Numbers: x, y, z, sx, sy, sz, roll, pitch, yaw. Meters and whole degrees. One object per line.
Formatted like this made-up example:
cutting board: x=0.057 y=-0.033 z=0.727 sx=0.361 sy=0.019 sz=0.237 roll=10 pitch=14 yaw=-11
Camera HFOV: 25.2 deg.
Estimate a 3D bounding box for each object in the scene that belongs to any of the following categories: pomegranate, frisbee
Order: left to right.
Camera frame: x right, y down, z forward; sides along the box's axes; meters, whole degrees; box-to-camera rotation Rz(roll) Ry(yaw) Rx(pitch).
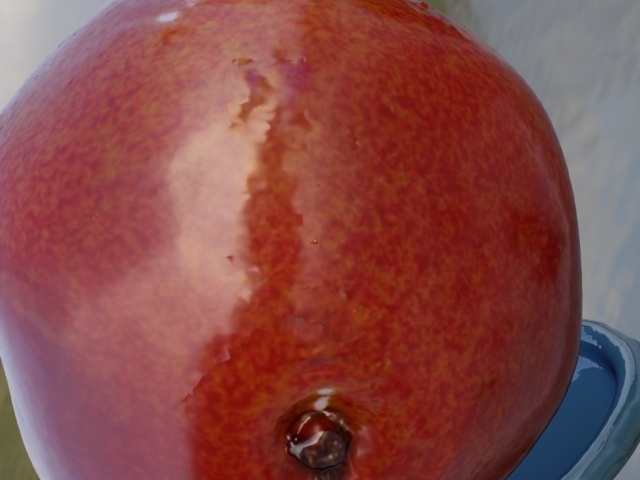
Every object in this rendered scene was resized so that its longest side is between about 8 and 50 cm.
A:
pomegranate: x=-0.022 y=0.002 z=0.521 sx=0.257 sy=0.221 sz=0.221 roll=47 pitch=126 yaw=53
frisbee: x=0.037 y=0.131 z=0.709 sx=0.049 sy=0.289 sz=0.289 roll=62 pitch=-172 yaw=-12
